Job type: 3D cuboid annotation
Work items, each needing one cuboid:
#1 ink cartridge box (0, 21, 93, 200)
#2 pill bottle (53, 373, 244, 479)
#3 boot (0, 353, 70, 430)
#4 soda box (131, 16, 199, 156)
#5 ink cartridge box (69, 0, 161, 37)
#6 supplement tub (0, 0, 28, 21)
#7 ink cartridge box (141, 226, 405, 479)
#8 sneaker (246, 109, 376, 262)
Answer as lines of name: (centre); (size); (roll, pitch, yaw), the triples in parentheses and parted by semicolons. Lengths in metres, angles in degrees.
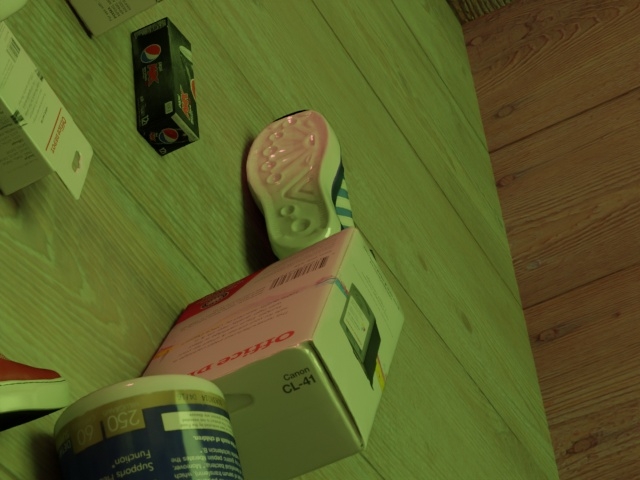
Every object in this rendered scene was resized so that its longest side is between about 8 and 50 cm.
ink cartridge box: (-0.291, -0.118, 1.504); (0.180, 0.060, 0.104); (58, 18, -27)
pill bottle: (-0.127, 0.259, 1.352); (0.153, 0.153, 0.265); (35, 35, -60)
boot: (-0.290, 0.065, 1.236); (0.244, 0.088, 0.176); (13, 54, -65)
soda box: (-0.186, -0.185, 1.927); (0.060, 0.053, 0.169); (49, 25, -46)
ink cartridge box: (-0.180, -0.357, 1.856); (0.100, 0.237, 0.172); (55, 20, -25)
supplement tub: (-0.352, -0.258, 1.360); (0.200, 0.144, 0.144); (62, 18, -16)
ink cartridge box: (-0.052, 0.129, 1.627); (0.131, 0.226, 0.306); (61, 19, -15)
sneaker: (0.001, 0.000, 2.163); (0.323, 0.130, 0.236); (-99, 168, -52)
